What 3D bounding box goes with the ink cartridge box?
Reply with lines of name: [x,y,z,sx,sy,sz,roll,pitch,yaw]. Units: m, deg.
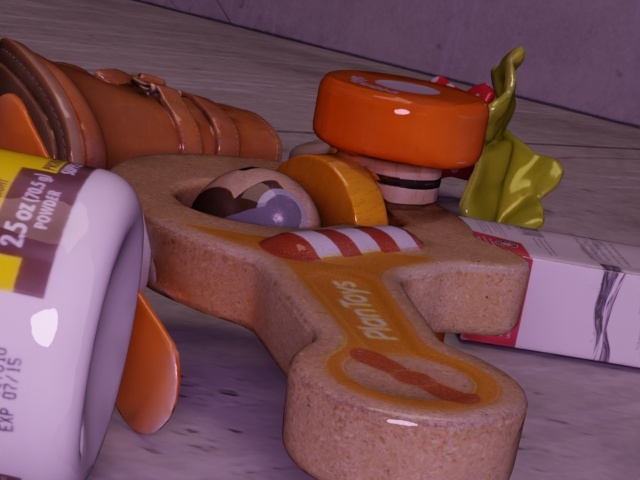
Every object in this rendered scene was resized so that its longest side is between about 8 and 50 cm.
ink cartridge box: [0.145,0.031,1.016,0.135,0.056,0.099,9,11,-4]

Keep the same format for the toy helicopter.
toy helicopter: [-0.018,0.017,0.725,0.235,0.140,0.355,7,15,-15]

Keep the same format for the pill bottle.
pill bottle: [-0.176,0.014,0.608,0.215,0.117,0.117,11,10,1]

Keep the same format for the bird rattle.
bird rattle: [0.073,-0.085,1.412,0.207,0.143,0.253,-10,14,-18]

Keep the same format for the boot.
boot: [-0.126,-0.059,1.163,0.220,0.109,0.283,10,2,-26]
